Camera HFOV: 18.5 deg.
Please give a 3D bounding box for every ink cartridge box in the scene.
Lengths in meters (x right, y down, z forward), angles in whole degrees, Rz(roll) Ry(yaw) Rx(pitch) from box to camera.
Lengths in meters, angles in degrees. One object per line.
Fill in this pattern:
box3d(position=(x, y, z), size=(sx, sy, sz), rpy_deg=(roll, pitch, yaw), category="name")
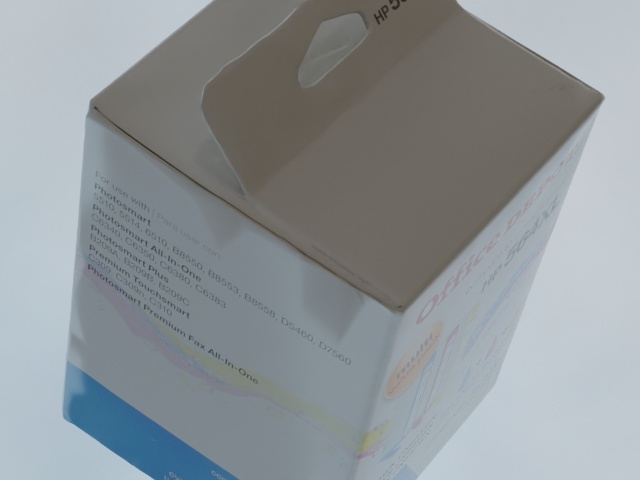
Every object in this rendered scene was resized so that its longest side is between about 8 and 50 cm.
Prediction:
box3d(position=(0.000, 0.000, 0.493), size=(0.090, 0.143, 0.092), rpy_deg=(33, -126, 15), category="ink cartridge box")
